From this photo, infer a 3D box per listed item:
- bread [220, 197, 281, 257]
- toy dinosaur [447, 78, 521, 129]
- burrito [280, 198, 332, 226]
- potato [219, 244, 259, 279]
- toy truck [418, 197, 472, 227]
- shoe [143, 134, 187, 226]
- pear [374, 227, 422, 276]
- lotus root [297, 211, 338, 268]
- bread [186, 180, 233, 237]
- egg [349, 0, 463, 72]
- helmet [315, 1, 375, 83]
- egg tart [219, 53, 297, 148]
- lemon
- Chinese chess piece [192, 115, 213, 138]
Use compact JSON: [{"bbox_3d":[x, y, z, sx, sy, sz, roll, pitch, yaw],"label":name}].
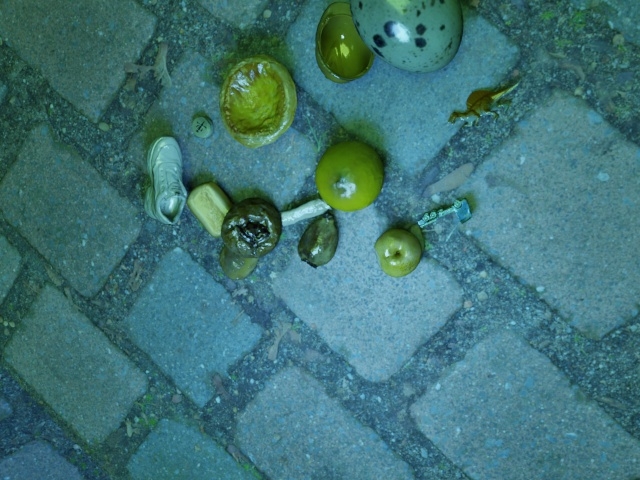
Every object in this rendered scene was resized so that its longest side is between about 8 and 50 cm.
[{"bbox_3d":[-0.245,-0.043,1.597,0.229,0.123,0.230,0,90,-20],"label":"bread"},{"bbox_3d":[0.522,-0.436,1.393,0.142,0.057,0.212,37,96,27],"label":"toy dinosaur"},{"bbox_3d":[-0.058,-0.105,1.595,0.225,0.087,0.060,-17,89,15],"label":"burrito"},{"bbox_3d":[-0.321,0.065,1.701,0.164,0.081,0.200,28,108,9],"label":"potato"},{"bbox_3d":[0.420,-0.077,1.469,0.175,0.067,0.081,-25,93,18],"label":"toy truck"},{"bbox_3d":[-0.569,-0.217,1.654,0.210,0.132,0.342,31,114,43],"label":"shoe"},{"bbox_3d":[0.261,0.043,1.484,0.178,0.178,0.178,3,101,15],"label":"pear"},{"bbox_3d":[0.000,0.000,1.574,0.138,0.138,0.214,30,105,9],"label":"lotus root"},{"bbox_3d":[-0.407,-0.119,1.680,0.147,0.098,0.217,-33,95,12],"label":"bread"},{"bbox_3d":[0.256,-0.668,1.293,0.287,0.288,0.379,-35,113,19],"label":"egg"},{"bbox_3d":[0.063,-0.621,1.436,0.205,0.140,0.257,7,80,-18],"label":"helmet"},{"bbox_3d":[-0.212,-0.484,1.547,0.318,0.128,0.319,3,99,17],"label":"egg tart"},{"bbox_3d":[0.093,-0.211,1.460,0.240,0.219,0.241,4,105,15],"label":"lemon"},{"bbox_3d":[-0.451,-0.434,1.671,0.084,0.034,0.084,3,101,16],"label":"Chinese chess piece"}]
